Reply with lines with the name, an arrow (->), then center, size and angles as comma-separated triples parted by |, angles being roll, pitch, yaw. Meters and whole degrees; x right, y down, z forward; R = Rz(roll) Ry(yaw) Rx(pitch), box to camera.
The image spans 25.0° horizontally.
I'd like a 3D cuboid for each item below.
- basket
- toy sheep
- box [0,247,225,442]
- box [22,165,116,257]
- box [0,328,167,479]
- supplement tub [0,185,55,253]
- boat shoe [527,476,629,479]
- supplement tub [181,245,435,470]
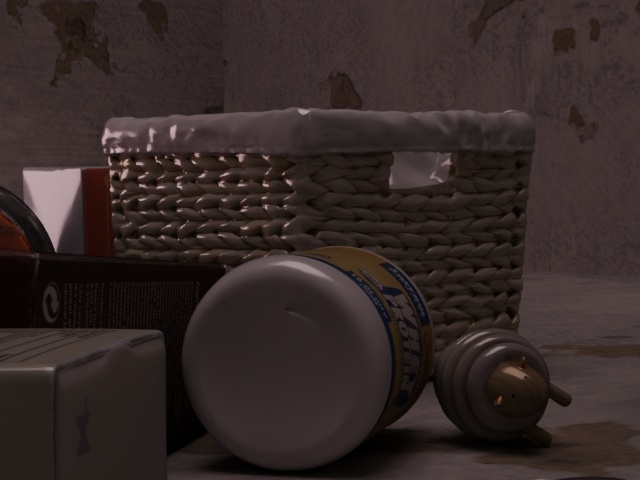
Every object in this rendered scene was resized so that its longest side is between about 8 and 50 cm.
basket -> 0.000, 0.000, 1.463 | 0.328, 0.267, 0.331 | -3, 2, -42
toy sheep -> 0.126, 0.106, 1.054 | 0.091, 0.091, 0.132 | -2, -1, -22
box -> -0.206, 0.073, 0.972 | 0.191, 0.143, 0.381 | 2, 0, 12
box -> -0.157, 0.018, 1.696 | 0.345, 0.215, 0.168 | -3, 3, -34
box -> -0.194, 0.106, 0.616 | 0.232, 0.127, 0.148 | 0, 2, 10
supplement tub -> -0.362, 0.037, 1.418 | 0.207, 0.207, 0.338 | -1, 2, -12
boat shoe -> 0.104, 0.139, 0.698 | 0.137, 0.049, 0.043 | -6, 1, -7
supplement tub -> 0.001, 0.077, 1.030 | 0.144, 0.144, 0.199 | 0, 3, 17
